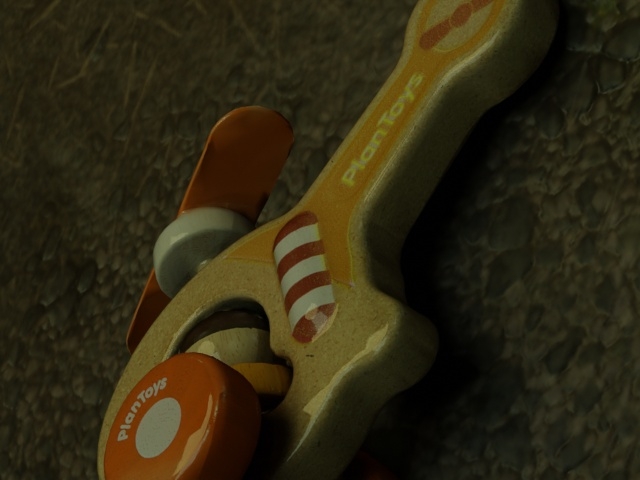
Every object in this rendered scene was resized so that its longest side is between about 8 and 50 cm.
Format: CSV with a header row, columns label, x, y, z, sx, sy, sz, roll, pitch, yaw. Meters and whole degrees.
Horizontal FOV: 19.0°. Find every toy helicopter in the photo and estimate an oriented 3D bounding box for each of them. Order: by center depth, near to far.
label,x,y,z,sx,sy,sz,roll,pitch,yaw
toy helicopter,0.000,0.000,1.002,0.355,0.140,0.235,-56,34,-2
